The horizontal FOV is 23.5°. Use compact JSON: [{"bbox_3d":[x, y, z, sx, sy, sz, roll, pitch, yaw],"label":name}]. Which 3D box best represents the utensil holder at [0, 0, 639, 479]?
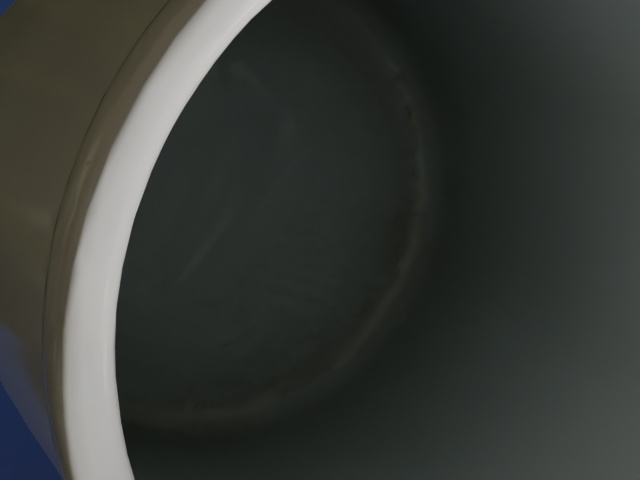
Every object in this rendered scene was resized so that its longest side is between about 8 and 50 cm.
[{"bbox_3d":[0.000,0.000,0.698,0.328,0.327,0.385,-52,-157,-7],"label":"utensil holder"}]
